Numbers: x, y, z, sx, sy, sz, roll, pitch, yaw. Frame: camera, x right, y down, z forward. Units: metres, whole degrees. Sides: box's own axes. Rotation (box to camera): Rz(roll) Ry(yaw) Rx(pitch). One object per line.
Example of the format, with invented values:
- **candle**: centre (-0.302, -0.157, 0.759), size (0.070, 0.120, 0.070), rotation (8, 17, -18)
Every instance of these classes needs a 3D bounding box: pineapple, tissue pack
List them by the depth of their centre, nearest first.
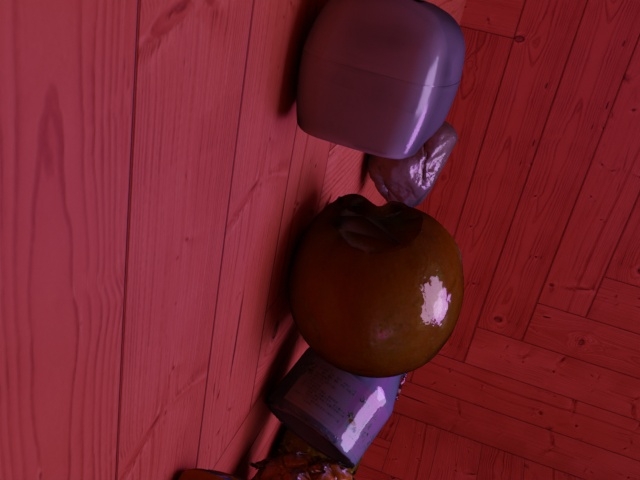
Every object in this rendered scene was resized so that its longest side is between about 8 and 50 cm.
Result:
- **tissue pack**: centre (0.106, -0.278, 1.074), size (0.333, 0.230, 0.235), rotation (-46, 153, -65)
- **pineapple**: centre (-0.059, 0.622, 1.438), size (0.352, 0.353, 0.300), rotation (95, 7, -46)

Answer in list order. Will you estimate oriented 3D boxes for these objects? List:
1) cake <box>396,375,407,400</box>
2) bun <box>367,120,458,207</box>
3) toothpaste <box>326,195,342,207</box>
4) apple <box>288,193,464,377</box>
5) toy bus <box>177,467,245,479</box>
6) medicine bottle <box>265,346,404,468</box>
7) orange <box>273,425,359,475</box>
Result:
- **cake**: centre (0.149, 0.271, 1.990), size (0.319, 0.270, 0.270), rotation (87, 22, -60)
- **bun**: centre (0.235, -0.232, 1.843), size (0.281, 0.205, 0.281), rotation (-61, 177, -5)
- **toothpaste**: centre (0.000, 0.000, 1.483), size (0.060, 0.038, 0.233), rotation (74, 37, -61)
- **apple**: centre (0.107, 0.070, 1.361), size (0.383, 0.375, 0.374), rotation (-87, -176, -51)
- **toy bus**: centre (-0.188, 0.453, 1.043), size (0.136, 0.126, 0.209), rotation (68, 39, -58)
- **medicine bottle**: centre (0.056, 0.322, 1.536), size (0.290, 0.245, 0.245), rotation (-51, 161, -22)
- **orange**: centre (-0.007, 0.580, 1.838), size (0.300, 0.223, 0.301), rotation (-49, 158, -27)
